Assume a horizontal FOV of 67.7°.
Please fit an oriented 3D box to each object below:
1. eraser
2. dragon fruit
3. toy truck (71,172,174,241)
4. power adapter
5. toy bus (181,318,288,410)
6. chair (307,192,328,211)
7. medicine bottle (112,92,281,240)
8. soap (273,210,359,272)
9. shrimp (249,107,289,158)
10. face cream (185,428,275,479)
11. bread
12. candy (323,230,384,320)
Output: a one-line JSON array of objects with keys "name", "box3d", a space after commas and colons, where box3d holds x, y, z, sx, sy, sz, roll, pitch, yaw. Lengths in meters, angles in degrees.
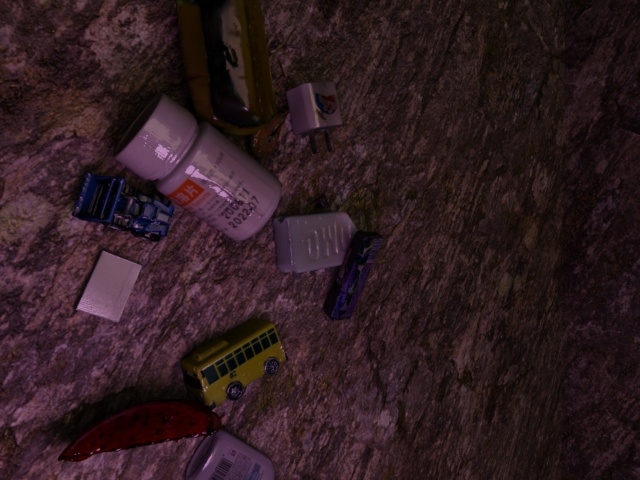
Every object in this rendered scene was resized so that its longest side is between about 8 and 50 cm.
[{"name": "eraser", "box3d": [-0.505, 0.111, 1.146, 0.104, 0.023, 0.150, 29, 73, -33]}, {"name": "dragon fruit", "box3d": [-0.391, 0.426, 1.105, 0.344, 0.282, 0.100, -8, 71, -8]}, {"name": "toy truck", "box3d": [-0.454, -0.075, 1.122, 0.208, 0.126, 0.113, 20, 78, -35]}, {"name": "power adapter", "box3d": [-0.012, -0.367, 1.458, 0.130, 0.125, 0.204, -19, 100, -37]}, {"name": "toy bus", "box3d": [-0.236, 0.325, 1.285, 0.262, 0.128, 0.149, -27, 106, -35]}, {"name": "chair", "box3d": [0.001, -0.119, 1.518, 0.086, 0.042, 0.037, -34, 108, -33]}, {"name": "medicine bottle", "box3d": [-0.295, -0.173, 1.190, 0.372, 0.211, 0.211, 36, 69, -31]}, {"name": "soap", "box3d": [0.000, 0.000, 1.484, 0.290, 0.095, 0.172, -7, 95, -37]}, {"name": "shrimp", "box3d": [-0.148, -0.324, 1.412, 0.190, 0.042, 0.101, -59, 141, -22]}, {"name": "face cream", "box3d": [-0.209, 0.665, 1.331, 0.337, 0.080, 0.163, 44, 64, -29]}, {"name": "bread", "box3d": [-0.240, -0.460, 1.231, 0.251, 0.209, 0.376, -37, 117, -68]}, {"name": "candy", "box3d": [0.101, 0.112, 1.495, 0.088, 0.061, 0.312, 2, 118, -39]}]
